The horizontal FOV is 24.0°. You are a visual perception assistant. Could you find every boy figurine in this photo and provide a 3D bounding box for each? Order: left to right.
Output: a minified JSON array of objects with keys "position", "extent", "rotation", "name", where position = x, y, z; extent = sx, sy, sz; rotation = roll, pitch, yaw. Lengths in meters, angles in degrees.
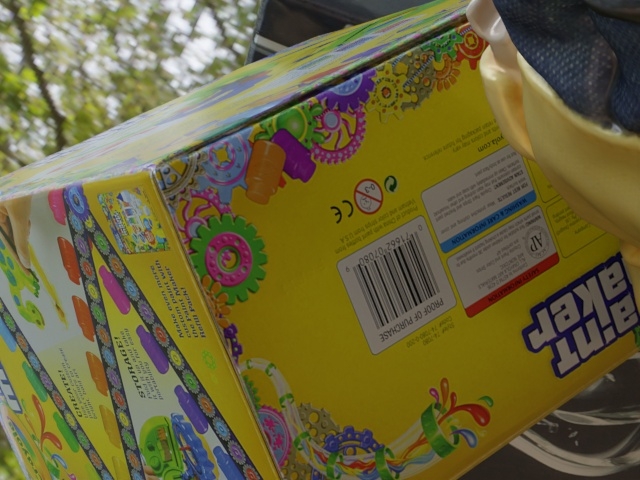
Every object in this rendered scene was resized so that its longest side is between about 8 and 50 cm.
[{"position":[0.138,-0.040,0.555],"extent":[0.092,0.177,0.285],"rotation":[-54,-37,-10],"name":"boy figurine"}]

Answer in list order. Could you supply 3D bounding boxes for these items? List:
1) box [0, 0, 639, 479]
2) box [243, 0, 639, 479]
[{"position":[0.000,0.000,0.748],"extent":[0.290,0.279,0.177],"rotation":[-28,-77,-31],"name":"box"},{"position":[0.163,0.007,1.193],"extent":[0.297,0.472,0.480],"rotation":[-63,-7,-50],"name":"box"}]
